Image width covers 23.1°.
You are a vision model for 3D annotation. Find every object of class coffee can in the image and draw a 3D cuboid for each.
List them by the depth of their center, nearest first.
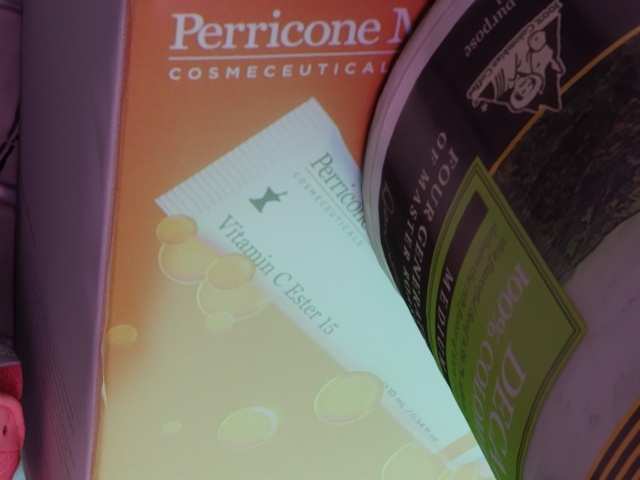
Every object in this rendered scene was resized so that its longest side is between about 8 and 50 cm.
[{"bbox_3d":[0.148,0.048,0.405,0.201,0.275,0.202,-12,133,-13],"label":"coffee can"}]

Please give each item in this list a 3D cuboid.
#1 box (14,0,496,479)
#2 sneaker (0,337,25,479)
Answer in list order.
[{"bbox_3d":[0.000,0.000,0.612,0.215,0.168,0.345,-5,131,-18],"label":"box"},{"bbox_3d":[-0.176,0.064,0.572,0.136,0.116,0.314,-37,169,-17],"label":"sneaker"}]
